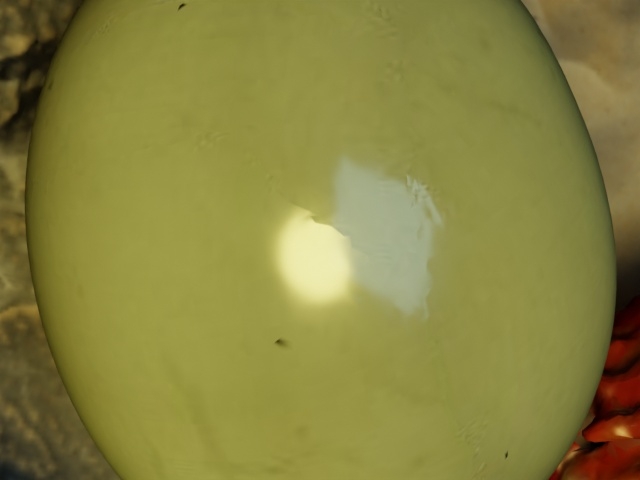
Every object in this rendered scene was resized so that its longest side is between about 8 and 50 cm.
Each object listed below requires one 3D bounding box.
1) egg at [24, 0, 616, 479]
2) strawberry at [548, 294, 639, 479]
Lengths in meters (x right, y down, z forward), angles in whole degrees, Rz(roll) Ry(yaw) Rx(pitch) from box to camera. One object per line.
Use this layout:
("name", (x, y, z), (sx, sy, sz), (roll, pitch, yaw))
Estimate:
("egg", (0.000, 0.000, 0.594), (0.219, 0.219, 0.269), (-15, 110, -26))
("strawberry", (0.235, 0.153, 0.712), (0.351, 0.267, 0.312), (-2, 118, -34))
